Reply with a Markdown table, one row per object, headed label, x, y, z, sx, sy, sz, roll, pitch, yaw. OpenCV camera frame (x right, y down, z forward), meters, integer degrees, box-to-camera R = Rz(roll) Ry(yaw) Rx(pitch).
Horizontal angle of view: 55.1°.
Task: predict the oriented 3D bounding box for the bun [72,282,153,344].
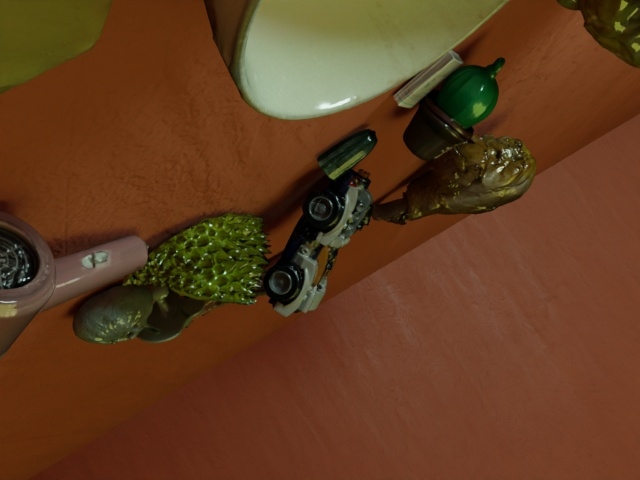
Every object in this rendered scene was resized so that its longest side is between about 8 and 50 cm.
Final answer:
| label | x | y | z | sx | sy | sz | roll | pitch | yaw |
| --- | --- | --- | --- | --- | --- | --- | --- | --- | --- |
| bun | -0.348 | 0.132 | 1.049 | 0.141 | 0.083 | 0.141 | -30 | 165 | -9 |

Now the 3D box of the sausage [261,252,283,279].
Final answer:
| label | x | y | z | sx | sy | sz | roll | pitch | yaw |
| --- | --- | --- | --- | --- | --- | --- | --- | --- | --- |
| sausage | -0.120 | 0.083 | 1.472 | 0.169 | 0.065 | 0.065 | -29 | 168 | -6 |

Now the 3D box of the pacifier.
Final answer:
| label | x | y | z | sx | sy | sz | roll | pitch | yaw |
| --- | --- | --- | --- | --- | --- | --- | --- | --- | --- |
| pacifier | -0.293 | 0.117 | 1.148 | 0.150 | 0.127 | 0.116 | -43 | 139 | -32 |

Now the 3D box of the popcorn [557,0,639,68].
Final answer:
| label | x | y | z | sx | sy | sz | roll | pitch | yaw |
| --- | --- | --- | --- | --- | --- | --- | --- | --- | --- |
| popcorn | 0.476 | -0.353 | 0.802 | 0.277 | 0.225 | 0.276 | -30 | 157 | -14 |

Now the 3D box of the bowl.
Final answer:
| label | x | y | z | sx | sy | sz | roll | pitch | yaw |
| --- | --- | --- | --- | --- | --- | --- | --- | --- | --- |
| bowl | 0.032 | -0.220 | 0.408 | 0.277 | 0.145 | 0.277 | -29 | 169 | -6 |

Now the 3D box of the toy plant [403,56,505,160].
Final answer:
| label | x | y | z | sx | sy | sz | roll | pitch | yaw |
| --- | --- | --- | --- | --- | --- | --- | --- | --- | --- |
| toy plant | 0.221 | -0.219 | 0.986 | 0.200 | 0.105 | 0.143 | -44 | -170 | 29 |

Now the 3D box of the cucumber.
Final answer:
| label | x | y | z | sx | sy | sz | roll | pitch | yaw |
| --- | --- | --- | --- | --- | --- | --- | --- | --- | --- |
| cucumber | 0.049 | -0.143 | 1.001 | 0.105 | 0.048 | 0.048 | -34 | 168 | 10 |

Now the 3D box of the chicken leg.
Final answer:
| label | x | y | z | sx | sy | sz | roll | pitch | yaw |
| --- | --- | --- | --- | --- | --- | --- | --- | --- | --- |
| chicken leg | 0.297 | -0.146 | 1.451 | 0.410 | 0.181 | 0.295 | -19 | 163 | 19 |

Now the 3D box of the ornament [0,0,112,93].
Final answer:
| label | x | y | z | sx | sy | sz | roll | pitch | yaw |
| --- | --- | --- | --- | --- | --- | --- | --- | --- | --- |
| ornament | -0.234 | -0.120 | 0.369 | 0.201 | 0.059 | 0.180 | -24 | 169 | -41 |

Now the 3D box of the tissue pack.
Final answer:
| label | x | y | z | sx | sy | sz | roll | pitch | yaw |
| --- | --- | --- | --- | --- | --- | --- | --- | --- | --- |
| tissue pack | 0.163 | -0.244 | 0.932 | 0.108 | 0.023 | 0.056 | -37 | 168 | 26 |

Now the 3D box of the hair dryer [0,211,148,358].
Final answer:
| label | x | y | z | sx | sy | sz | roll | pitch | yaw |
| --- | --- | --- | --- | --- | --- | --- | --- | --- | --- |
| hair dryer | -0.319 | 0.039 | 0.725 | 0.210 | 0.125 | 0.352 | -40 | 175 | 31 |

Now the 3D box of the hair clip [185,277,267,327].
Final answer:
| label | x | y | z | sx | sy | sz | roll | pitch | yaw |
| --- | --- | --- | --- | --- | --- | --- | --- | --- | --- |
| hair clip | -0.239 | 0.142 | 1.390 | 0.301 | 0.069 | 0.173 | -22 | 168 | 5 |

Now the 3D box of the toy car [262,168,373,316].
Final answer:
| label | x | y | z | sx | sy | sz | roll | pitch | yaw |
| --- | --- | --- | --- | --- | --- | --- | --- | --- | --- |
| toy car | 0.002 | 0.000 | 1.131 | 0.301 | 0.118 | 0.193 | -58 | 172 | 11 |

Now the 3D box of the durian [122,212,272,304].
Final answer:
| label | x | y | z | sx | sy | sz | roll | pitch | yaw |
| --- | --- | --- | --- | --- | --- | --- | --- | --- | --- |
| durian | -0.186 | 0.031 | 1.067 | 0.169 | 0.158 | 0.352 | 1 | 177 | 17 |
